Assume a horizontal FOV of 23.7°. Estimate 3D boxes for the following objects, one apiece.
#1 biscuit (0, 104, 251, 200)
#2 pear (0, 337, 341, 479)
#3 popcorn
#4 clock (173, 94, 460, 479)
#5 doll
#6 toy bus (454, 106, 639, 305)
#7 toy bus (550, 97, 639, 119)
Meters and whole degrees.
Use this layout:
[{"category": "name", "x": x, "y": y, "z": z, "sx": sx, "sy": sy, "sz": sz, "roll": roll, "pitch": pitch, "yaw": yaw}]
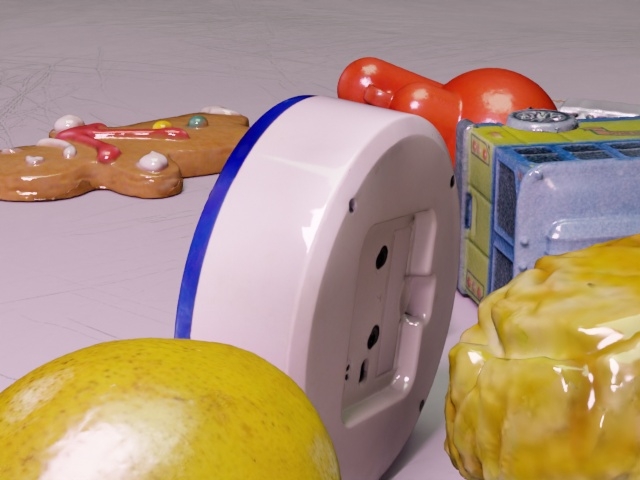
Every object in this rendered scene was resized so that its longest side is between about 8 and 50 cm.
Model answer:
[{"category": "biscuit", "x": -0.193, "y": -0.093, "z": 1.548, "sx": 0.339, "sy": 0.047, "sz": 0.216, "roll": -10, "pitch": 20, "yaw": -31}, {"category": "pear", "x": -0.081, "y": 0.136, "z": 0.652, "sx": 0.198, "sy": 0.198, "sz": 0.198, "roll": 1, "pitch": 18, "yaw": 0}, {"category": "popcorn", "x": 0.176, "y": 0.088, "z": 0.812, "sx": 0.221, "sy": 0.184, "sz": 0.204, "roll": -3, "pitch": 12, "yaw": -9}, {"category": "clock", "x": 0.007, "y": 0.035, "z": 0.875, "sx": 0.083, "sy": 0.230, "sz": 0.230, "roll": 13, "pitch": 22, "yaw": 22}, {"category": "doll", "x": 0.154, "y": -0.092, "z": 1.384, "sx": 0.290, "sy": 0.130, "sz": 0.161, "roll": 18, "pitch": 14, "yaw": -11}, {"category": "toy bus", "x": 0.269, "y": -0.015, "z": 1.167, "sx": 0.312, "sy": 0.152, "sz": 0.190, "roll": -4, "pitch": 18, "yaw": -13}, {"category": "toy bus", "x": 0.282, "y": -0.091, "z": 1.495, "sx": 0.194, "sy": 0.089, "sz": 0.087, "roll": 9, "pitch": 20, "yaw": 19}]
